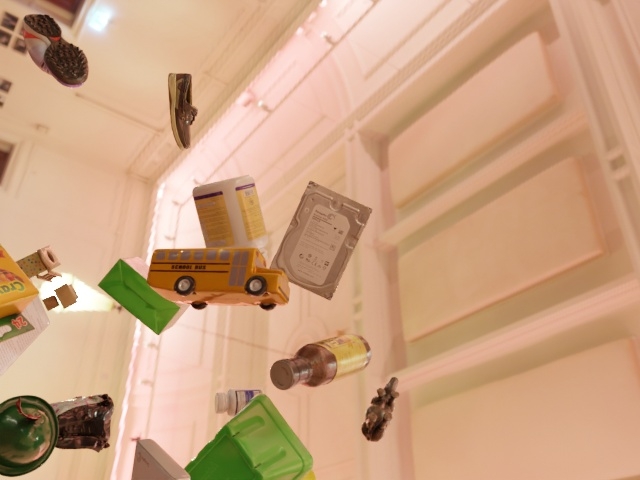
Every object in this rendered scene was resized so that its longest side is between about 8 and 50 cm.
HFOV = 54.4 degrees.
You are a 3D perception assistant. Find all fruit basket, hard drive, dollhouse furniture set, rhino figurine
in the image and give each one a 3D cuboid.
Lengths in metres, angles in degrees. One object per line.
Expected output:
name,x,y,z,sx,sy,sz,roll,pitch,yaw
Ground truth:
fruit basket,-0.174,0.624,1.689,0.283,0.392,0.392,49,-62,21
hard drive,0.000,0.000,2.077,0.064,0.237,0.339,-26,142,-88
dollhouse furniture set,-0.721,0.127,1.529,0.182,0.161,0.101,-27,-171,-5
rhino figurine,0.172,0.460,1.730,0.243,0.073,0.106,-51,162,-58
hard drive,-0.374,0.650,1.370,0.233,0.047,0.353,9,-89,54

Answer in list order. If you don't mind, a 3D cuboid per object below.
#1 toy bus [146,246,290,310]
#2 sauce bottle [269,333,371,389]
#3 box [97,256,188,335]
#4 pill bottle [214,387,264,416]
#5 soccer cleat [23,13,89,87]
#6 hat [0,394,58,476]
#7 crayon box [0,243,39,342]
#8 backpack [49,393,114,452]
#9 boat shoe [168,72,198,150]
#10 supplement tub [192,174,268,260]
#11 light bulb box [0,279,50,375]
toy bus,-0.242,0.091,1.505,0.333,0.108,0.130,-1,-117,13
sauce bottle,0.005,0.305,1.557,0.111,0.344,0.111,0,-90,31
box,-0.591,0.186,2.126,0.127,0.262,0.231,-50,180,-1
pill bottle,-0.324,0.647,2.491,0.112,0.187,0.112,-176,-90,-70
soccer cleat,-0.714,-0.487,1.680,0.318,0.109,0.116,49,-44,28
hat,-0.592,0.412,1.312,0.184,0.208,0.173,-10,-103,32
crayon box,-0.751,0.074,1.324,0.081,0.318,0.202,-42,177,17
backpack,-0.638,0.478,1.617,0.115,0.182,0.152,-3,-97,33
boat shoe,-0.385,-0.370,1.768,0.080,0.073,0.223,45,37,-84
supplement tub,-0.333,-0.065,2.352,0.241,0.241,0.331,-1,-76,58
light bulb box,-1.035,0.246,1.728,0.361,0.358,0.225,-61,152,-49
